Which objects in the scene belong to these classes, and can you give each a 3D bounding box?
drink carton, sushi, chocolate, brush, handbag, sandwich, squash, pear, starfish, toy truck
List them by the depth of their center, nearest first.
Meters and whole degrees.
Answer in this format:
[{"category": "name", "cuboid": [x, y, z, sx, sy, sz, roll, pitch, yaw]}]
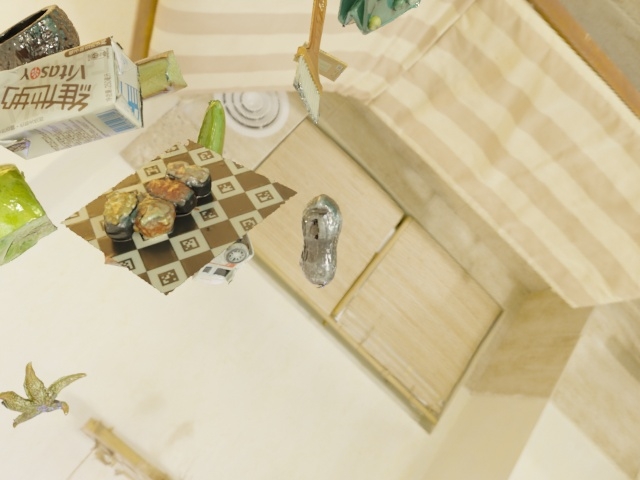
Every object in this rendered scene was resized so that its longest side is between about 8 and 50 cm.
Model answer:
[{"category": "sushi", "cuboid": [-0.228, -0.073, 0.878, 0.264, 0.290, 0.050, 29, 141, 23]}, {"category": "brush", "cuboid": [-0.010, -0.332, 0.908, 0.017, 0.314, 0.090, -7, 144, 19]}, {"category": "starfish", "cuboid": [-0.589, 0.331, 1.173, 0.053, 0.176, 0.208, 42, 148, 25]}, {"category": "handbag", "cuboid": [0.166, -0.620, 1.238, 0.100, 0.268, 0.274, 39, 146, 20]}, {"category": "squash", "cuboid": [-0.250, -0.224, 1.240, 0.066, 0.201, 0.066, 5, 170, 1]}, {"category": "drink carton", "cuboid": [-0.608, -0.339, 1.318, 0.132, 0.324, 0.194, 55, -158, -69]}, {"category": "chocolate", "cuboid": [0.000, 0.000, 1.418, 0.110, 0.110, 0.248, 20, 111, 37]}, {"category": "toy truck", "cuboid": [-0.394, 0.005, 1.522, 0.387, 0.207, 0.173, 17, -145, -36]}, {"category": "pear", "cuboid": [-0.942, -0.053, 1.545, 0.238, 0.318, 0.342, 56, 158, -6]}, {"category": "sandwich", "cuboid": [-0.474, -0.494, 1.640, 0.235, 0.128, 0.122, 5, 123, 44]}]

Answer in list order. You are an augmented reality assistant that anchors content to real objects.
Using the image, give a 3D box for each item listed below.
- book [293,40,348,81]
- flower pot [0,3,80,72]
[{"category": "book", "cuboid": [-0.001, -0.629, 1.933, 0.172, 0.012, 0.118, 23, 158, -18]}, {"category": "flower pot", "cuboid": [-0.781, -0.496, 1.586, 0.266, 0.266, 0.267, 15, 148, 42]}]
